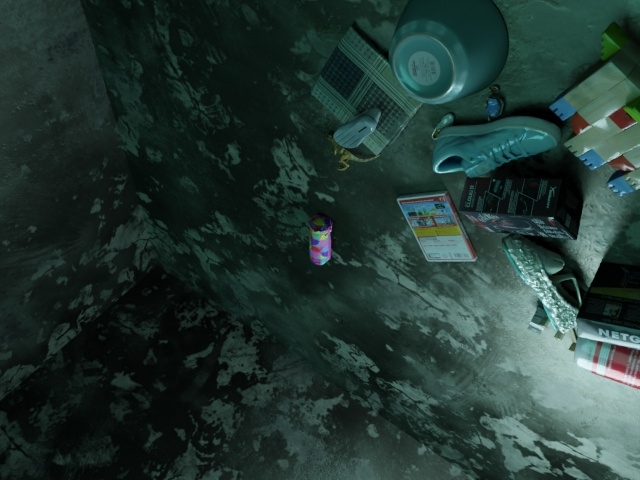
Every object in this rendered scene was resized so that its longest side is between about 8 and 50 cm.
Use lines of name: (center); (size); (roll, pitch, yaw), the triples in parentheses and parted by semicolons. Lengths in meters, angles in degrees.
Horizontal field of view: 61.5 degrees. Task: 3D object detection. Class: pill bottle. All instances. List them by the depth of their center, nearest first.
pill bottle: (0.961, 0.323, 1.522); (0.407, 0.229, 0.229); (17, 139, 34)

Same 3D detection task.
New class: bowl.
bowl: (0.301, -0.479, 1.383); (0.311, 0.163, 0.311); (27, 142, 23)

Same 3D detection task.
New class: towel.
towel: (0.147, -0.458, 1.680); (0.324, 0.056, 0.312); (45, 144, 1)

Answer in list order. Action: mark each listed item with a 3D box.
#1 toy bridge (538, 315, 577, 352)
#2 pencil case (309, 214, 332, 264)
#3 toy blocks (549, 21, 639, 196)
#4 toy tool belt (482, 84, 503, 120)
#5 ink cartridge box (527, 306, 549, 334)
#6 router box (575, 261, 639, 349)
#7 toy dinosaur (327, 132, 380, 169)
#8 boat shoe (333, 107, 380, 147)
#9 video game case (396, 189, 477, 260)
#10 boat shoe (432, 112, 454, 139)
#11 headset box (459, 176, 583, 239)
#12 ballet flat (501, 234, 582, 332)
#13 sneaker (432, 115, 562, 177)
toy bridge: (0.808, 0.304, 1.803); (0.188, 0.063, 0.026); (38, 173, -20)
pencil case: (0.000, 0.000, 2.288); (0.104, 0.104, 0.236); (28, 145, 21)
toy blocks: (0.687, -0.264, 1.234); (0.381, 0.191, 0.261); (44, 158, -1)
toy tool belt: (0.460, -0.367, 1.439); (0.052, 0.051, 0.083); (18, 139, 32)
ink cartridge box: (0.742, 0.273, 1.823); (0.048, 0.083, 0.028); (26, 155, 24)
router box: (0.881, 0.182, 1.437); (0.309, 0.243, 0.081); (10, 134, 41)
toy dinosaur: (0.095, -0.298, 1.886); (0.211, 0.064, 0.112); (33, 144, 14)
boat shoe: (0.123, -0.354, 1.698); (0.083, 0.076, 0.226); (44, 160, -19)
video game case: (0.406, -0.044, 1.879); (0.204, 0.025, 0.285); (-2, 126, 48)
boat shoe: (0.361, -0.335, 1.593); (0.035, 0.035, 0.100); (42, 147, 2)
headset box: (0.547, -0.092, 1.510); (0.293, 0.110, 0.218); (7, 169, 42)
ballet flat: (0.707, 0.113, 1.665); (0.147, 0.147, 0.409); (-10, 126, 51)
sneaker: (0.465, -0.233, 1.465); (0.135, 0.150, 0.366); (31, 163, -35)
